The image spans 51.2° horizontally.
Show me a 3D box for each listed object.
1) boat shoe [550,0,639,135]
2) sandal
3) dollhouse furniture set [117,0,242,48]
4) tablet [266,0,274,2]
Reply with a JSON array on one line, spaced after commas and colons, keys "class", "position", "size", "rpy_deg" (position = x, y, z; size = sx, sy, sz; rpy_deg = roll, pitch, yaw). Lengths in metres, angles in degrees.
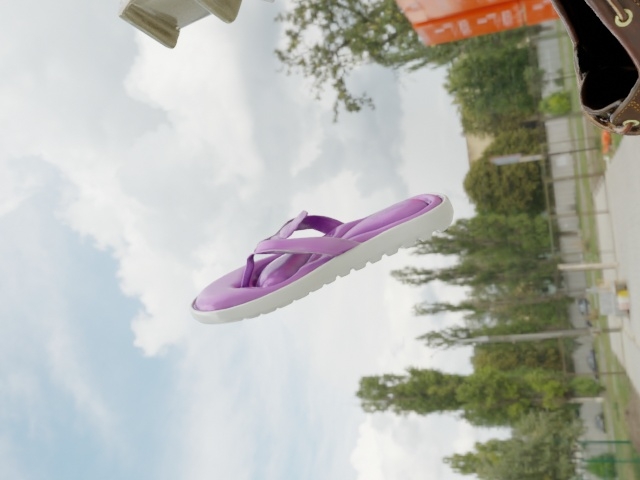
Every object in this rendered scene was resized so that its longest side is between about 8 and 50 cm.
[{"class": "boat shoe", "position": [0.155, -0.091, 0.330], "size": [0.207, 0.073, 0.073], "rpy_deg": [44, -179, -37]}, {"class": "sandal", "position": [-0.006, -0.002, 0.979], "size": [0.169, 0.416, 0.102], "rpy_deg": [22, 133, 69]}, {"class": "dollhouse furniture set", "position": [-0.160, -0.252, 0.428], "size": [0.259, 0.262, 0.135], "rpy_deg": [27, -116, -45]}, {"class": "tablet", "position": [-0.079, -0.280, 0.679], "size": [0.054, 0.006, 0.083], "rpy_deg": [-3, -114, -45]}]
